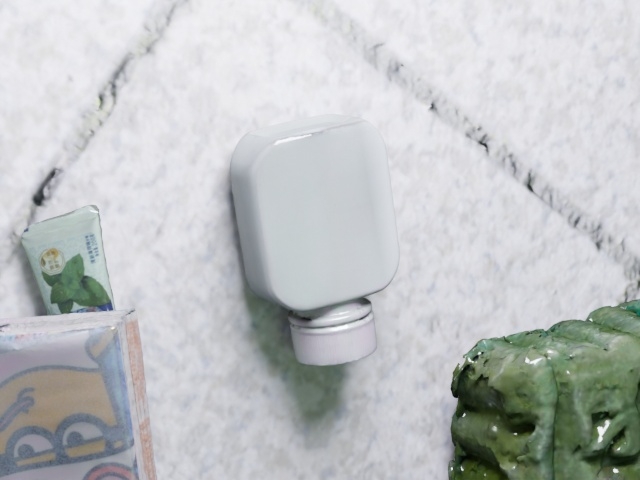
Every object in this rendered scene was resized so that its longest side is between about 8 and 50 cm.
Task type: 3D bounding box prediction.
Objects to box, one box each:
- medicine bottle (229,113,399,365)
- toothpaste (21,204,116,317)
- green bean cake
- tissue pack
[{"bbox_3d":[0.000,0.000,1.366,0.119,0.069,0.183,-15,104,-27],"label":"medicine bottle"},{"bbox_3d":[-0.165,0.092,1.310,0.060,0.038,0.233,-16,103,-12],"label":"toothpaste"},{"bbox_3d":[0.235,0.182,1.492,0.255,0.132,0.241,-9,106,-27],"label":"green bean cake"},{"bbox_3d":[-0.183,0.130,1.269,0.115,0.065,0.155,-4,103,10],"label":"tissue pack"}]
